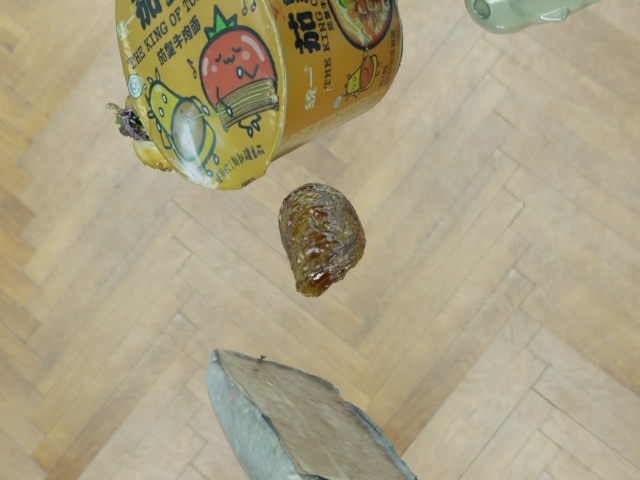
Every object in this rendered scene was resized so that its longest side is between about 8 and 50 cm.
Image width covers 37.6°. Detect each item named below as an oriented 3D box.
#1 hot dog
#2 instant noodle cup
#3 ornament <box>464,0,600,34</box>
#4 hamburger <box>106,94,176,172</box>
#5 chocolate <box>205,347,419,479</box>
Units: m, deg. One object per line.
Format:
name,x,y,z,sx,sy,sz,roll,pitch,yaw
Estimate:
hot dog,-0.003,0.000,1.066,0.099,0.065,0.147,-42,40,20
instant noodle cup,-0.045,-0.166,0.794,0.215,0.172,0.216,23,125,39
ornament,0.181,-0.200,0.690,0.156,0.075,0.081,-18,70,12
hamburger,-0.132,-0.123,0.994,0.164,0.189,0.093,-17,105,-18
chocolate,-0.021,0.217,0.988,0.185,0.303,0.100,18,103,-29
